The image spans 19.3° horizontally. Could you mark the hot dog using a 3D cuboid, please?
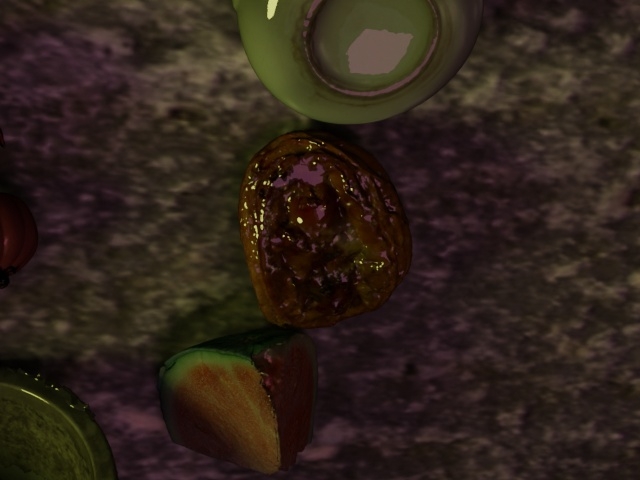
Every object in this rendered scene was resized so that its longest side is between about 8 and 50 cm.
[{"bbox_3d":[0.002,-0.002,1.777,0.160,0.099,0.227,-23,130,-1],"label":"hot dog"}]

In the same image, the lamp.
[{"bbox_3d":[-0.302,0.000,1.656,0.107,0.092,0.107,-20,167,-5],"label":"lamp"}]

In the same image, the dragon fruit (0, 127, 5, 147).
[{"bbox_3d":[-0.336,-0.074,1.561,0.133,0.136,0.166,6,145,-37],"label":"dragon fruit"}]

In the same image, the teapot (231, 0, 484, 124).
[{"bbox_3d":[0.070,-0.241,1.570,0.318,0.149,0.220,-33,124,8],"label":"teapot"}]

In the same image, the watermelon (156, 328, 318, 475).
[{"bbox_3d":[-0.089,0.142,1.862,0.146,0.128,0.231,11,139,14],"label":"watermelon"}]

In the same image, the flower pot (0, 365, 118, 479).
[{"bbox_3d":[-0.335,0.292,1.791,0.290,0.290,0.259,-10,144,-14],"label":"flower pot"}]
